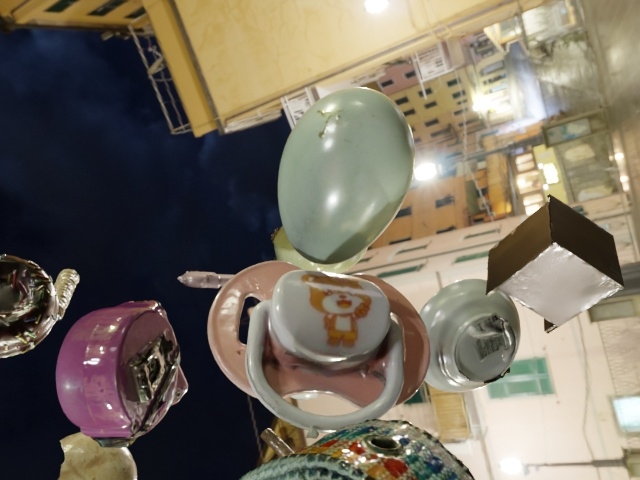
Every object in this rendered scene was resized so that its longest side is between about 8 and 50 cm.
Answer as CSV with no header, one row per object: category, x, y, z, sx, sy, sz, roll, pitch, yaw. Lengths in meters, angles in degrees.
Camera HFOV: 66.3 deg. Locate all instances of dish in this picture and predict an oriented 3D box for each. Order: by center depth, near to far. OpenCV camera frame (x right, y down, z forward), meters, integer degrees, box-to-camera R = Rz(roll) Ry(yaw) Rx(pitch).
dish,0.388,0.257,1.225,0.106,0.316,0.316,-145,33,-73

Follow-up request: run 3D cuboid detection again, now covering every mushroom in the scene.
mushroom,-0.570,0.623,1.255,0.189,0.195,0.254,2,-117,-20

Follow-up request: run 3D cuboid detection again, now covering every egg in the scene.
egg,0.030,-0.083,0.695,0.183,0.183,0.264,-47,-19,-61

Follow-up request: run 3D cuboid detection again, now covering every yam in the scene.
yam,-0.069,0.457,1.040,0.145,0.032,0.032,37,-168,24

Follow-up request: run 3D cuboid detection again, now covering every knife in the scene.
knife,-0.127,0.101,1.138,0.398,0.132,0.038,6,-91,-24

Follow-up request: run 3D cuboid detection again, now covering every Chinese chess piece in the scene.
Chinese chess piece,0.000,0.000,1.166,0.238,0.237,0.092,-67,-38,-52

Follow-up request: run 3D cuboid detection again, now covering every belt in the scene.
belt,0.011,0.302,0.481,0.160,0.295,0.207,-3,-107,-53

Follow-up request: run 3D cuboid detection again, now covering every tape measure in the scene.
tape measure,-0.340,0.226,0.881,0.245,0.149,0.232,-63,-31,-68

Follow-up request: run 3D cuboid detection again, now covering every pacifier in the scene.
pacifier,-0.002,0.148,0.740,0.273,0.332,0.220,148,131,-80

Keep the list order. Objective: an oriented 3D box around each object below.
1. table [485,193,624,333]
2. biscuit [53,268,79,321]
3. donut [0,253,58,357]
table,0.480,0.050,1.030,0.169,0.193,0.172,31,-137,-5
biscuit,-0.719,0.152,1.362,0.061,0.055,0.219,54,-174,-31
donut,-0.674,0.128,1.025,0.235,0.089,0.235,18,-131,-23
